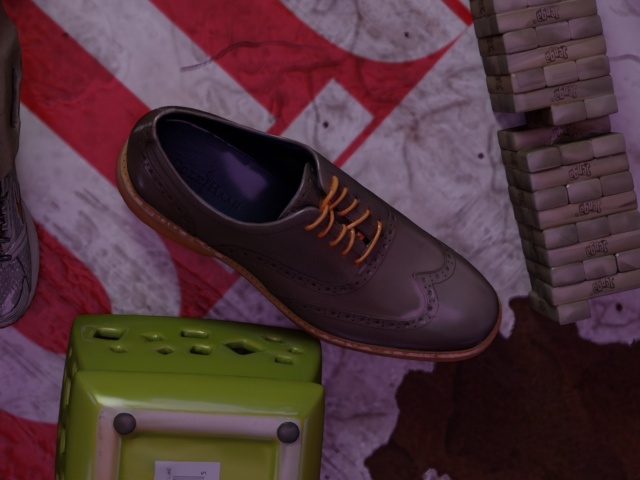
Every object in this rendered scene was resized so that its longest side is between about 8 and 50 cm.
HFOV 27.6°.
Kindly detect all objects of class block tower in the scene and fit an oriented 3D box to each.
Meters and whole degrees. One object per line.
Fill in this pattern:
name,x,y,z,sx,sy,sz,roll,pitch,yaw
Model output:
block tower,0.206,-0.104,1.138,0.097,0.091,0.335,-12,97,-5

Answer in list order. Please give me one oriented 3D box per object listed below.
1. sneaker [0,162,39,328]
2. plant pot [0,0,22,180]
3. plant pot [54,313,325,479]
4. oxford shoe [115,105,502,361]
sneaker,-0.291,-0.035,1.087,0.088,0.093,0.225,-10,97,-5
plant pot,-0.386,-0.120,0.917,0.305,0.334,0.334,0,96,3
plant pot,-0.109,0.192,1.074,0.227,0.207,0.228,5,96,-7
oxford shoe,0.000,0.000,1.091,0.363,0.133,0.130,25,74,-9
